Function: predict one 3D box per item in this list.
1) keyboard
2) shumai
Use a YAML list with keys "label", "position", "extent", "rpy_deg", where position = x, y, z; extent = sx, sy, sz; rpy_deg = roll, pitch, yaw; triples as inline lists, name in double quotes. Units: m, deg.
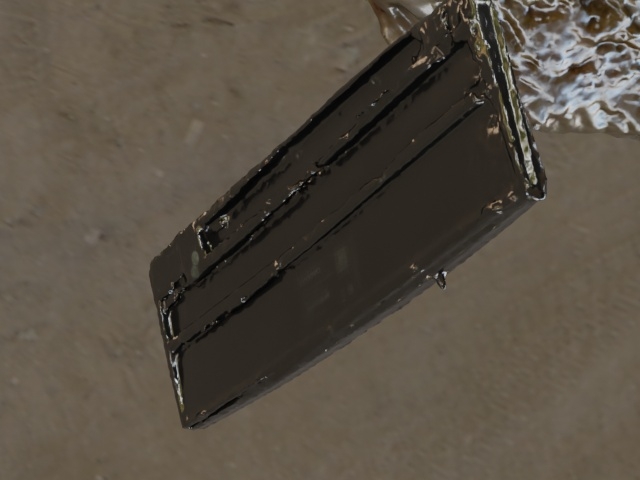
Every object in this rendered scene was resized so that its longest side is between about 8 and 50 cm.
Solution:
- label: "keyboard"
  position: [0.000, 0.000, 0.648]
  extent: [0.017, 0.250, 0.087]
  rpy_deg: [-3, 69, -34]
- label: "shumai"
  position: [0.114, -0.167, 0.933]
  extent: [0.218, 0.185, 0.184]
  rpy_deg: [8, 135, -18]
